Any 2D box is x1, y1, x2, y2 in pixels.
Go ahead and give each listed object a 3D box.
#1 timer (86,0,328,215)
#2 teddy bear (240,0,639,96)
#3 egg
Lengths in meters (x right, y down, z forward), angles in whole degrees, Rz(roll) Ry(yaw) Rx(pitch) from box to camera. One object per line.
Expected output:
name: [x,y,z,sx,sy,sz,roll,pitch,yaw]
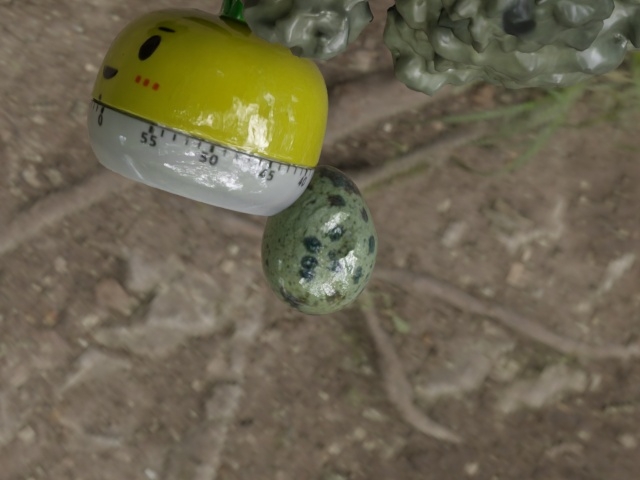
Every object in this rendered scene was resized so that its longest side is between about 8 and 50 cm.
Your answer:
timer: [-0.107,-0.183,1.666,0.285,0.285,0.285,-8,108,-25]
teddy bear: [0.076,-0.208,0.795,0.367,0.224,0.357,38,124,-19]
egg: [0.000,0.000,1.833,0.141,0.141,0.182,7,89,-29]
